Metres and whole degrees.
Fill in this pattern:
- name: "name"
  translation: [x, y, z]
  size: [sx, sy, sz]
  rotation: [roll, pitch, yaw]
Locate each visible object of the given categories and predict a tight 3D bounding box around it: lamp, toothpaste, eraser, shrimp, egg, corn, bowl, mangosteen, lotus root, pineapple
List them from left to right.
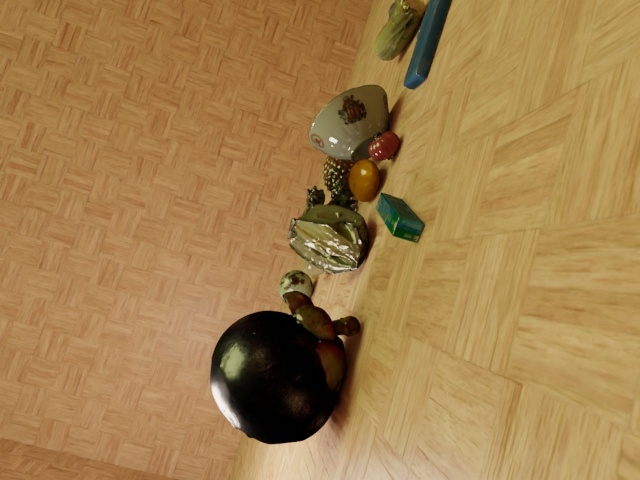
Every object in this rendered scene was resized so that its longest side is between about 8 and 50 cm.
- name: "mangosteen"
  translation: [-0.099, 0.340, 1.356]
  size: [0.435, 0.382, 0.382]
  rotation: [-55, 9, 3]
- name: "egg"
  translation: [-0.123, 0.243, 2.400]
  size: [0.231, 0.169, 0.169]
  rotation: [103, 180, -58]
- name: "shrimp"
  translation: [-0.059, -0.116, 1.981]
  size: [0.247, 0.085, 0.360]
  rotation: [-54, -5, -18]
- name: "lotus root"
  translation: [0.045, -0.013, 1.634]
  size: [0.142, 0.314, 0.210]
  rotation: [-24, -52, -43]
- name: "pineapple"
  translation: [0.080, -0.229, 2.018]
  size: [0.175, 0.175, 0.361]
  rotation: [115, 170, -46]
- name: "bowl"
  translation: [0.138, -0.392, 1.786]
  size: [0.158, 0.337, 0.337]
  rotation: [61, 152, 20]
- name: "lamp"
  translation: [0.204, -0.304, 1.558]
  size: [0.107, 0.092, 0.107]
  rotation: [-35, 14, 10]
- name: "toothpaste"
  translation: [0.191, -0.064, 1.212]
  size: [0.267, 0.065, 0.050]
  rotation: [-98, 27, -72]
- name: "corn"
  translation: [0.303, -0.824, 1.893]
  size: [0.305, 0.122, 0.123]
  rotation: [131, 154, -68]
- name: "eraser"
  translation: [0.340, -0.645, 1.527]
  size: [0.144, 0.042, 0.312]
  rotation: [-150, 77, -83]

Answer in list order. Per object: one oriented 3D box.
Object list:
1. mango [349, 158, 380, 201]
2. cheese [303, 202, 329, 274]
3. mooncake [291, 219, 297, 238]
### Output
- name: "mango"
  translation: [0.153, -0.210, 1.682]
  size: [0.217, 0.102, 0.141]
  rotation: [150, 130, -82]
- name: "cheese"
  translation: [0.000, 0.000, 2.177]
  size: [0.351, 0.129, 0.328]
  rotation: [173, 116, -79]
- name: "mooncake"
  translation: [0.008, -0.022, 1.846]
  size: [0.235, 0.234, 0.117]
  rotation: [-108, 35, -77]
